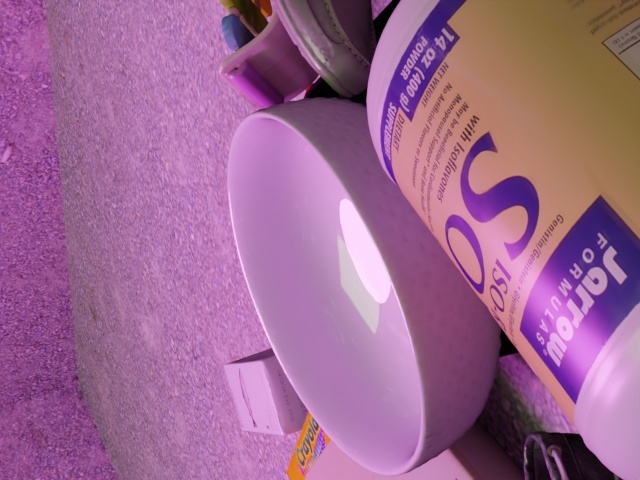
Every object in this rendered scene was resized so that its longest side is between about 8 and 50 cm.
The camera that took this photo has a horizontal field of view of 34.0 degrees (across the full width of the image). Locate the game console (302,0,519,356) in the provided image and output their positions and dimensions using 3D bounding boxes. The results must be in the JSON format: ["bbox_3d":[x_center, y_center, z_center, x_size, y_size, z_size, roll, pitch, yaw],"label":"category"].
[{"bbox_3d":[0.109,-0.049,1.007,0.342,0.060,0.386,68,157,5],"label":"game console"}]

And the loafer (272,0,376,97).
[{"bbox_3d":[0.008,-0.272,0.949,0.112,0.111,0.319,35,-144,-54],"label":"loafer"}]

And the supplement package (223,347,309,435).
[{"bbox_3d":[-0.050,0.203,1.445,0.179,0.105,0.105,-21,85,67],"label":"supplement package"}]

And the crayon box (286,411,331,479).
[{"bbox_3d":[0.046,0.291,1.315,0.165,0.081,0.278,60,153,29],"label":"crayon box"}]

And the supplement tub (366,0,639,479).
[{"bbox_3d":[0.198,-0.017,0.572,0.331,0.241,0.241,57,152,35],"label":"supplement tub"}]

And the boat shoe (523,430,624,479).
[{"bbox_3d":[0.198,0.283,0.774,0.113,0.105,0.306,115,162,-57],"label":"boat shoe"}]

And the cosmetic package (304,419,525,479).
[{"bbox_3d":[0.130,0.283,1.003,0.160,0.113,0.309,-57,41,14],"label":"cosmetic package"}]

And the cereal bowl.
[{"bbox_3d":[0.051,0.028,0.938,0.339,0.141,0.339,47,148,42],"label":"cereal bowl"}]

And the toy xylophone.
[{"bbox_3d":[-0.082,-0.305,1.069,0.236,0.081,0.323,47,-150,-55],"label":"toy xylophone"}]
